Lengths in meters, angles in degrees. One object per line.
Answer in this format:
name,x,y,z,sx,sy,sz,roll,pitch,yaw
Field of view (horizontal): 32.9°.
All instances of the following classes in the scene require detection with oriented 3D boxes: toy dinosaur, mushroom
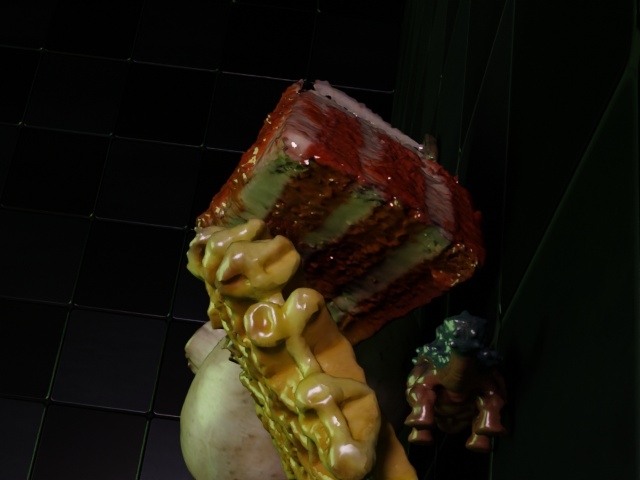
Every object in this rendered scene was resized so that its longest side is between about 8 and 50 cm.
toy dinosaur,0.066,0.068,0.516,0.154,0.049,0.055,82,-162,-66
mushroom,-0.014,0.104,0.970,0.253,0.195,0.189,-14,-45,-54

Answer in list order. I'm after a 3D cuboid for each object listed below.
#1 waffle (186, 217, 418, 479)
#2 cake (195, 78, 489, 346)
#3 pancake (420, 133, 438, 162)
waffle,-0.003,0.112,0.708,0.283,0.065,0.309,62,167,0
cake,0.000,0.000,0.723,0.160,0.158,0.262,-56,5,13
pancake,0.106,-0.022,1.173,0.199,0.021,0.199,8,-90,-89
